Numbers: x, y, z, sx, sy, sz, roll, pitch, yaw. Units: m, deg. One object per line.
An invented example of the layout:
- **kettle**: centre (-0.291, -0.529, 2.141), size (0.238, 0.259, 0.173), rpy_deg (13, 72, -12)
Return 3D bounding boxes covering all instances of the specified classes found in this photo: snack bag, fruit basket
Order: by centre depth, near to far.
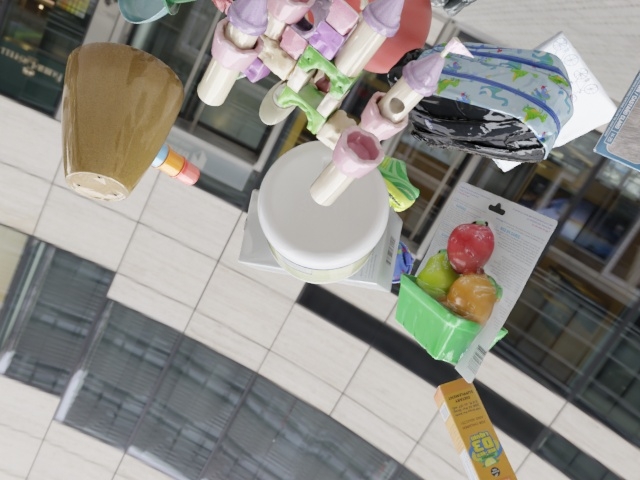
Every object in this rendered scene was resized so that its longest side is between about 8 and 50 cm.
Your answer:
- **fruit basket**: centre (0.318, 0.075, 1.230), size (0.165, 0.353, 0.327), rpy_deg (25, -172, -26)
- **snack bag**: centre (0.531, -0.332, 1.476), size (0.323, 0.342, 0.037), rpy_deg (35, -134, -32)

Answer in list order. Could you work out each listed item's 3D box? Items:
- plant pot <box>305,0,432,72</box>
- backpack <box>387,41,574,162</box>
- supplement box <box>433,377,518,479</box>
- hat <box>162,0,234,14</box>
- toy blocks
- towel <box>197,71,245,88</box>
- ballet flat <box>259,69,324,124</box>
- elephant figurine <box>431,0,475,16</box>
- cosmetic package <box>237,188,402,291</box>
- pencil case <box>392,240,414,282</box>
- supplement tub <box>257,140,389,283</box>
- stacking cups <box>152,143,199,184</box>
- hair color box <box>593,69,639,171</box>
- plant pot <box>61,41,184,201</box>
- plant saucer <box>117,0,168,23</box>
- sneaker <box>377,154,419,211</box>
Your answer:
- **plant pot**: centre (0.100, -0.562, 1.439), size (0.275, 0.275, 0.243), rpy_deg (36, -152, 27)
- **backpack**: centre (0.374, -0.304, 1.297), size (0.290, 0.273, 0.355), rpy_deg (44, 179, -43)
- **supplement box**: centre (0.316, 0.405, 1.187), size (0.078, 0.080, 0.233), rpy_deg (-15, -121, -10)
- **hat**: centre (-0.163, -0.459, 0.991), size (0.184, 0.173, 0.208), rpy_deg (8, 176, -2)
- **toy blocks**: centre (0.035, -0.274, 0.834), size (0.288, 0.260, 0.309), rpy_deg (41, -133, -2)
- **towel**: centre (-0.185, -0.371, 1.253), size (0.113, 0.152, 0.023), rpy_deg (-69, -37, -53)
- **ballet flat**: centre (-0.075, -0.419, 1.577), size (0.086, 0.248, 0.086), rpy_deg (34, 162, 13)
- **elephant figurine**: centre (0.365, -0.736, 1.550), size (0.186, 0.169, 0.239), rpy_deg (22, -126, -13)
- **cosmetic package**: centre (0.000, 0.000, 1.446), size (0.366, 0.197, 0.155), rpy_deg (9, 171, 21)
- **pencil case**: centre (0.180, 0.070, 1.630), size (0.133, 0.119, 0.306), rpy_deg (-10, 173, -3)
- **supplement tub**: centre (0.004, -0.038, 1.157), size (0.235, 0.235, 0.325), rpy_deg (29, 169, 5)
- **stacking cups**: centre (-0.474, -0.261, 1.645), size (0.316, 0.096, 0.096), rpy_deg (30, -171, -45)
- **hair color box**: centre (0.605, -0.198, 0.981), size (0.347, 0.174, 0.105), rpy_deg (-4, -147, -48)
- **plant pot**: centre (-0.414, -0.214, 1.158), size (0.237, 0.254, 0.237), rpy_deg (5, 157, 2)
- **plant saucer**: centre (-0.391, -0.679, 1.434), size (0.317, 0.317, 0.044), rpy_deg (40, -167, 37)
- **sneaker**: centre (0.198, -0.220, 1.835), size (0.123, 0.109, 0.295), rpy_deg (-26, -108, -28)
